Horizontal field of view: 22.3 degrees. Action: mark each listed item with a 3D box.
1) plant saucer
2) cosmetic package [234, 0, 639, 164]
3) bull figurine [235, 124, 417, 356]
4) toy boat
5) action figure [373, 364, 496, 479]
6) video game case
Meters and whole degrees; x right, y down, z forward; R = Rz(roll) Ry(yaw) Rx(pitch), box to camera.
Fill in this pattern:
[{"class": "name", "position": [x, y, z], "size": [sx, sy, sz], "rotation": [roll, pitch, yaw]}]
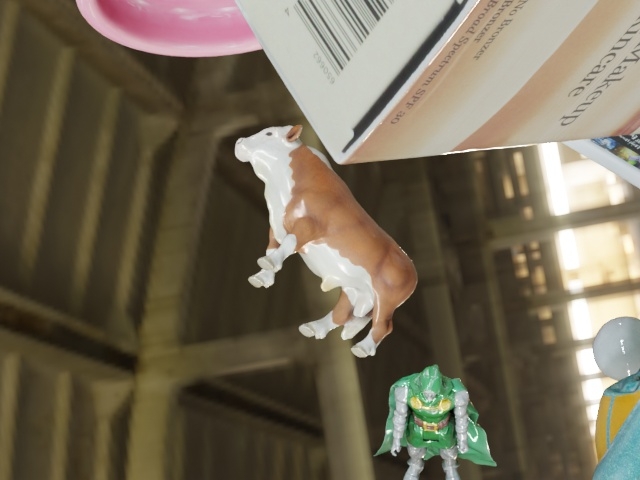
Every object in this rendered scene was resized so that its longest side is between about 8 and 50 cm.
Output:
[{"class": "plant saucer", "position": [-0.088, -0.299, 1.652], "size": [0.332, 0.332, 0.084], "rotation": [54, -157, -69]}, {"class": "cosmetic package", "position": [0.122, -0.142, 0.916], "size": [0.296, 0.153, 0.129], "rotation": [-10, -121, -41]}, {"class": "bull figurine", "position": [0.000, 0.000, 2.019], "size": [0.310, 0.101, 0.188], "rotation": [42, -118, -23]}, {"class": "toy boat", "position": [0.322, 0.133, 1.507], "size": [0.267, 0.148, 0.318], "rotation": [-62, -8, 5]}, {"class": "action figure", "position": [0.117, 0.194, 1.711], "size": [0.232, 0.137, 0.063], "rotation": [81, -169, -56]}, {"class": "video game case", "position": [0.351, -0.124, 1.712], "size": [0.190, 0.173, 0.022], "rotation": [38, 146, 44]}]
